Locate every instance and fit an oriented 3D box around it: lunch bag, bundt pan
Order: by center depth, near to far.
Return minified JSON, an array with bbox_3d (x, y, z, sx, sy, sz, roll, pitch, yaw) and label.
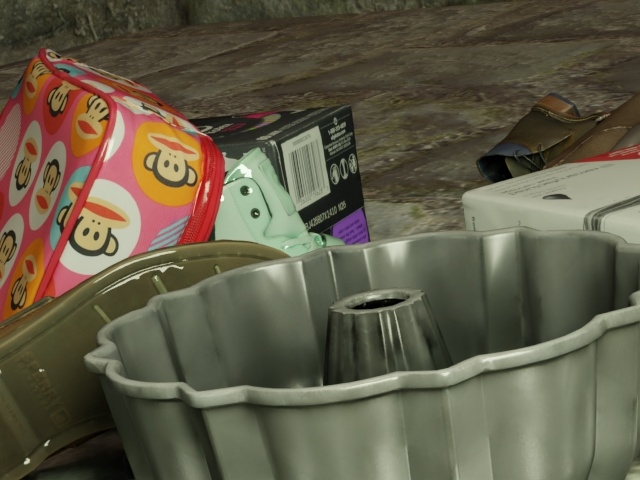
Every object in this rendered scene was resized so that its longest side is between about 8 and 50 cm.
[{"bbox_3d":[0.040,0.091,1.120,0.331,0.124,0.331,-8,11,2],"label":"bundt pan"},{"bbox_3d":[-0.192,0.005,1.460,0.120,0.258,0.293,23,7,-24],"label":"lunch bag"}]

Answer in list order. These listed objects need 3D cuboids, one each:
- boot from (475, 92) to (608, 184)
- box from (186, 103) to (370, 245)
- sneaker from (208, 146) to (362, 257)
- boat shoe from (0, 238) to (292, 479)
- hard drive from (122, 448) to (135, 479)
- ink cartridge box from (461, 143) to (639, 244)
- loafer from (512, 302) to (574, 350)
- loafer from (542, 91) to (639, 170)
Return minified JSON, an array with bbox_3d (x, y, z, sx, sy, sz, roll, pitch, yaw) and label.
[{"bbox_3d":[0.237,-0.071,1.923,0.106,0.082,0.219,-35,23,-9],"label":"boot"},{"bbox_3d":[-0.113,-0.027,1.744,0.270,0.143,0.165,-4,12,26],"label":"box"},{"bbox_3d":[0.000,0.000,1.511,0.256,0.151,0.094,-9,10,-6],"label":"sneaker"},{"bbox_3d":[-0.158,0.076,1.277,0.307,0.111,0.104,-22,12,-13],"label":"boat shoe"},{"bbox_3d":[-0.080,0.120,1.314,0.094,0.022,0.135,-9,12,0],"label":"hard drive"},{"bbox_3d":[0.255,0.011,1.353,0.197,0.114,0.273,-15,15,-27],"label":"ink cartridge box"},{"bbox_3d":[0.113,0.056,1.319,0.096,0.084,0.267,-19,15,-39],"label":"loafer"},{"bbox_3d":[0.299,-0.090,1.750,0.130,0.134,0.366,0,15,36],"label":"loafer"}]
